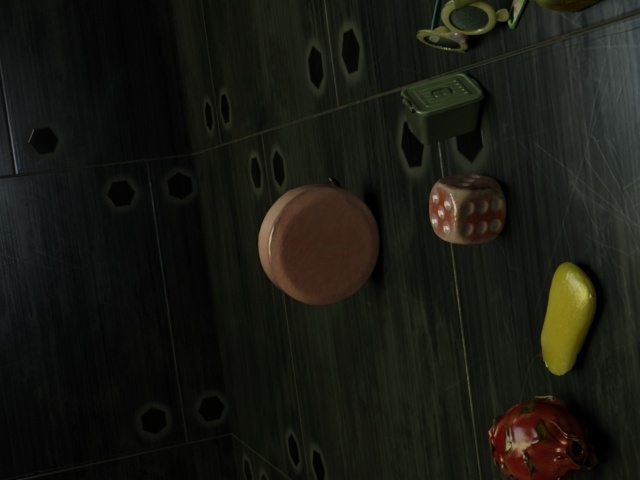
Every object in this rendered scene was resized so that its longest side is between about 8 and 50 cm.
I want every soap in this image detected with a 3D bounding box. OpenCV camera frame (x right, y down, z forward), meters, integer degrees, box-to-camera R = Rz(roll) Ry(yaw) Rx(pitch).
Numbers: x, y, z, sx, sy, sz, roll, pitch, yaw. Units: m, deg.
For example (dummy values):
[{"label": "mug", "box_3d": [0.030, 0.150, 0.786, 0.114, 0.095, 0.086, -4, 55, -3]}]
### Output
[{"label": "soap", "box_3d": [0.342, 0.108, 1.337, 0.089, 0.033, 0.168, -118, 27, -47]}]

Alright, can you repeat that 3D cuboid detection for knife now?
[{"label": "knife", "box_3d": [0.290, -0.374, 1.306, 0.207, 0.014, 0.030, 103, 151, -49]}]

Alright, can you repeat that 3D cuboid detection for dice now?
[{"label": "dice", "box_3d": [0.228, -0.050, 1.492, 0.091, 0.093, 0.094, -139, 43, -61]}]

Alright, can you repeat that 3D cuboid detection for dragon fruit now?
[{"label": "dragon fruit", "box_3d": [0.316, 0.285, 1.360, 0.133, 0.136, 0.166, -61, 19, -20]}]

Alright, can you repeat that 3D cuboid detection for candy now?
[{"label": "candy", "box_3d": [0.000, 0.000, 1.928, 0.094, 0.255, 0.255, -152, 56, -66]}]

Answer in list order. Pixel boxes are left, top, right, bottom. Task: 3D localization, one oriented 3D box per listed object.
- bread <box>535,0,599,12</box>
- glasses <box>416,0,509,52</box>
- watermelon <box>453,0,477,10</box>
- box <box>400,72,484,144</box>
[{"label": "bread", "box_3d": [0.305, -0.326, 1.179, 0.157, 0.094, 0.083, -124, 20, -89]}, {"label": "glasses", "box_3d": [0.191, -0.402, 1.444, 0.189, 0.088, 0.220, 152, 109, -73]}, {"label": "watermelon", "box_3d": [0.212, -0.413, 1.267, 0.137, 0.145, 0.193, -63, -47, -62]}, {"label": "box", "box_3d": [0.191, -0.205, 1.502, 0.084, 0.122, 0.069, -120, 17, -48]}]
